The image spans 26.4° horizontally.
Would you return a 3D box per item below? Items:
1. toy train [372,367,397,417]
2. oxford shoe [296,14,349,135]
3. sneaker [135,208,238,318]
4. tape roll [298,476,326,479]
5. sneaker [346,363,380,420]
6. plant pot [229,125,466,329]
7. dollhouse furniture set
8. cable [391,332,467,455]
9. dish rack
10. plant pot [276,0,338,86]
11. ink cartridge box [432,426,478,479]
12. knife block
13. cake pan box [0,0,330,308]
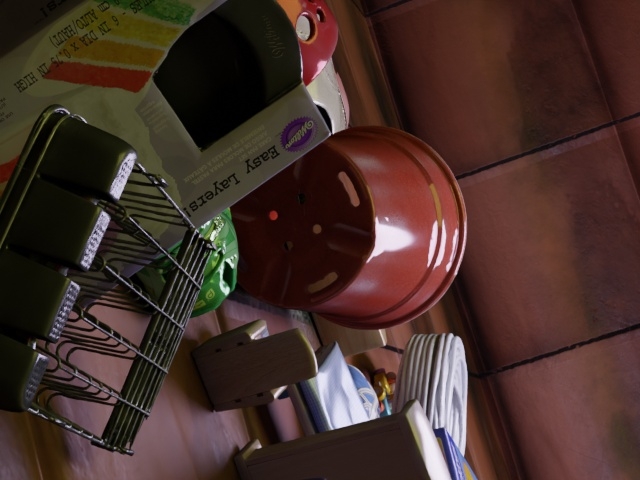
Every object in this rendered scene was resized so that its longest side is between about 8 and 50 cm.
[{"bbox_3d":[0.122,0.267,2.171,0.166,0.046,0.125,-53,122,-76],"label":"toy train"},{"bbox_3d":[-0.046,-0.271,2.048,0.146,0.140,0.397,-89,157,-51],"label":"oxford shoe"},{"bbox_3d":[-0.130,0.009,1.289,0.295,0.109,0.123,12,56,-77],"label":"sneaker"},{"bbox_3d":[-0.073,0.240,0.990,0.189,0.189,0.080,4,67,-77],"label":"tape roll"},{"bbox_3d":[0.028,0.219,1.741,0.211,0.080,0.081,-90,159,-58],"label":"sneaker"},{"bbox_3d":[0.015,-0.020,1.684,0.265,0.272,0.272,4,67,-69],"label":"plant pot"},{"bbox_3d":[0.050,0.177,1.500,0.286,0.198,0.303,69,22,-8],"label":"dollhouse furniture set"},{"bbox_3d":[0.173,0.271,2.120,0.257,0.089,0.257,0,92,-75],"label":"cable"},{"bbox_3d":[-0.161,0.046,0.987,0.271,0.074,0.208,58,53,-70],"label":"dish rack"},{"bbox_3d":[-0.097,-0.282,1.713,0.174,0.191,0.191,51,23,-44],"label":"plant pot"},{"bbox_3d":[0.152,0.421,1.782,0.395,0.151,0.270,55,20,-58],"label":"ink cartridge box"},{"bbox_3d":[0.000,0.000,1.928,0.242,0.088,0.275,57,18,-52],"label":"knife block"},{"bbox_3d":[-0.143,-0.104,1.042,0.070,0.267,0.245,52,-6,41],"label":"cake pan box"}]
